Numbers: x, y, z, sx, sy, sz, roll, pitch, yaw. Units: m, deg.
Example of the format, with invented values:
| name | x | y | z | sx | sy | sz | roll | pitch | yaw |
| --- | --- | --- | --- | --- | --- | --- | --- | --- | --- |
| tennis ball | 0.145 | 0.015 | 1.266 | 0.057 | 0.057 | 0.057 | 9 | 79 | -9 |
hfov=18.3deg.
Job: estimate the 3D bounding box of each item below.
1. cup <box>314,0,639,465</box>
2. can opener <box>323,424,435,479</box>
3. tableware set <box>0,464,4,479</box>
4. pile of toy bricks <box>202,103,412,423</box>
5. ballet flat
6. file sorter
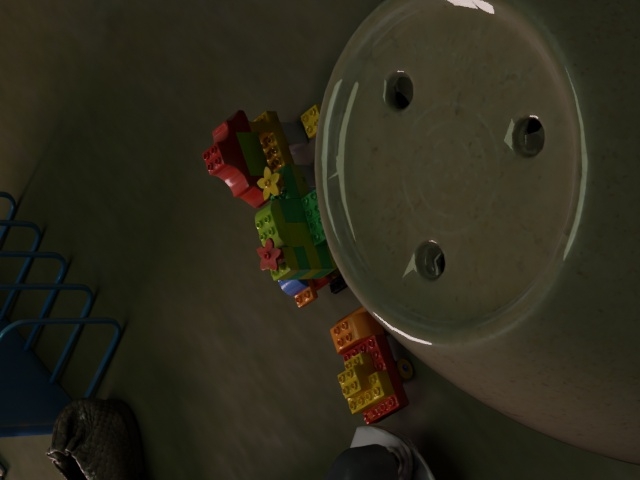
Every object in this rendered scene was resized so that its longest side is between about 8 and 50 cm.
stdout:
| name | x | y | z | sx | sy | sz | roll | pitch | yaw |
| --- | --- | --- | --- | --- | --- | --- | --- | --- | --- |
| cup | 0.137 | -0.037 | 0.963 | 0.331 | 0.237 | 0.331 | 3 | 94 | 46 |
| can opener | -0.005 | 0.242 | 1.219 | 0.076 | 0.095 | 0.283 | 37 | 117 | 39 |
| tableware set | -0.270 | 0.239 | 1.533 | 0.194 | 0.039 | 0.128 | 40 | 119 | 37 |
| pile of toy bricks | 0.000 | 0.000 | 1.198 | 0.118 | 0.105 | 0.212 | -36 | 67 | 41 |
| ballet flat | -0.141 | 0.229 | 1.386 | 0.084 | 0.058 | 0.250 | -29 | 71 | 43 |
| file sorter | -0.242 | 0.050 | 1.444 | 0.170 | 0.118 | 0.104 | 45 | 118 | 35 |
